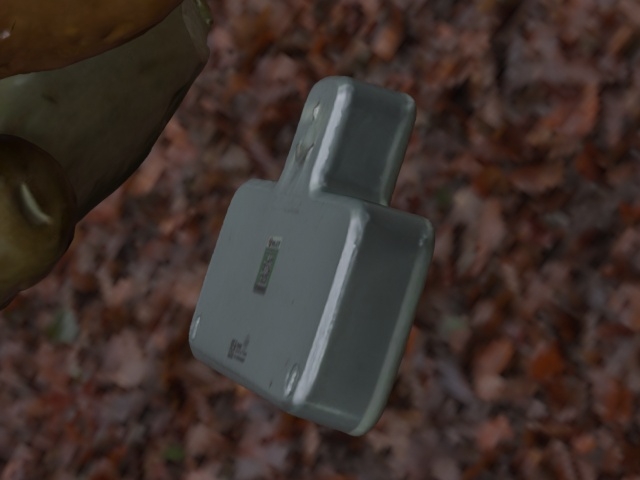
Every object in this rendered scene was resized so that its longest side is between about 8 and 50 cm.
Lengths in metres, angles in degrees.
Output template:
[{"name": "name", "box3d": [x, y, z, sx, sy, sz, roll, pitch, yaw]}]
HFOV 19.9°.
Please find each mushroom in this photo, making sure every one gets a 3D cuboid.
[{"name": "mushroom", "box3d": [-0.097, -0.069, 0.747, 0.107, 0.087, 0.333, -27, 16, 27]}]

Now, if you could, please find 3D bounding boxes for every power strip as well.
[{"name": "power strip", "box3d": [0.001, 0.000, 1.067, 0.265, 0.059, 0.193, -164, 91, -73]}]

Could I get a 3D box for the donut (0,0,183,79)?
[{"name": "donut", "box3d": [-0.128, -0.189, 0.490, 0.299, 0.317, 0.150, -38, 30, -8]}]
